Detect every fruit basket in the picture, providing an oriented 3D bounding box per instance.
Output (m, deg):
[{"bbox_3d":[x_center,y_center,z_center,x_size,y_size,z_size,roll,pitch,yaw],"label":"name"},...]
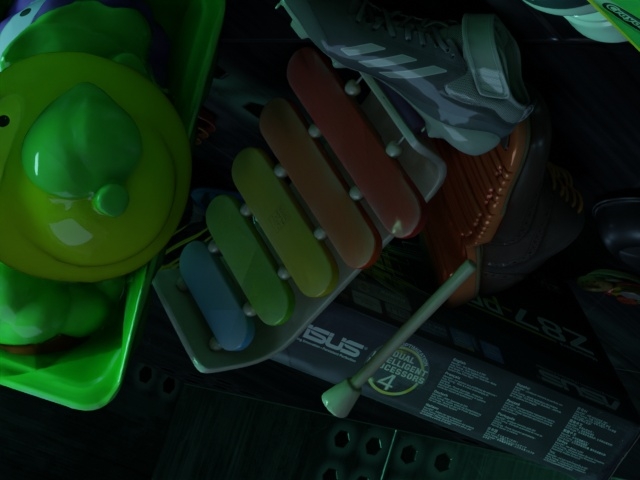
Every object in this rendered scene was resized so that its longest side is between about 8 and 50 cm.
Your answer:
[{"bbox_3d":[-0.218,-0.060,1.102,0.283,0.392,0.392,15,166,10],"label":"fruit basket"}]

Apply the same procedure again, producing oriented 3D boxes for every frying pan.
[{"bbox_3d":[0.361,-0.005,1.272,0.197,0.053,0.326,18,170,-3],"label":"frying pan"}]

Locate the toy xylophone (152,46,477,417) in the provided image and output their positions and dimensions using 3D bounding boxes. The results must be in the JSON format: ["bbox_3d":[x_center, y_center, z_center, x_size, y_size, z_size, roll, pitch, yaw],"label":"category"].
[{"bbox_3d":[0.000,0.000,1.198,0.081,0.322,0.236,7,-144,-49],"label":"toy xylophone"}]

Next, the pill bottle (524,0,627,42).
[{"bbox_3d":[0.129,-0.181,0.732,0.108,0.108,0.180,7,163,39],"label":"pill bottle"}]

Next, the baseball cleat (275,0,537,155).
[{"bbox_3d":[0.071,-0.152,1.040,0.206,0.072,0.109,35,129,-16],"label":"baseball cleat"}]

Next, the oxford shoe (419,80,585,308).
[{"bbox_3d":[0.170,-0.052,1.246,0.133,0.130,0.363,-13,161,-7],"label":"oxford shoe"}]

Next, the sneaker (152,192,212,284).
[{"bbox_3d":[-0.228,-0.041,1.575,0.147,0.145,0.384,48,176,8],"label":"sneaker"}]

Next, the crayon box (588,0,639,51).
[{"bbox_3d":[0.163,-0.176,0.588,0.081,0.165,0.278,4,161,44],"label":"crayon box"}]

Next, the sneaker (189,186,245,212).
[{"bbox_3d":[-0.103,-0.016,1.739,0.209,0.082,0.069,9,166,39],"label":"sneaker"}]

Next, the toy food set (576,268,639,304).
[{"bbox_3d":[0.337,0.053,1.574,0.083,0.020,0.082,25,164,-26],"label":"toy food set"}]

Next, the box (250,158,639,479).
[{"bbox_3d":[0.115,0.079,1.473,0.395,0.097,0.318,23,-157,-15],"label":"box"}]

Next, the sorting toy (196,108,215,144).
[{"bbox_3d":[-0.160,-0.122,1.474,0.102,0.042,0.061,9,164,35],"label":"sorting toy"}]
